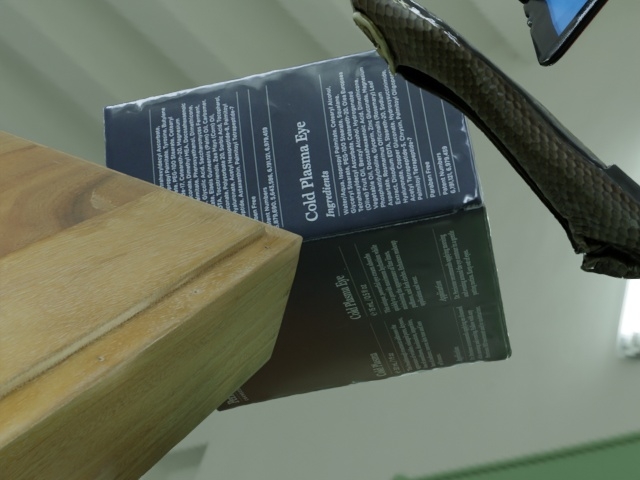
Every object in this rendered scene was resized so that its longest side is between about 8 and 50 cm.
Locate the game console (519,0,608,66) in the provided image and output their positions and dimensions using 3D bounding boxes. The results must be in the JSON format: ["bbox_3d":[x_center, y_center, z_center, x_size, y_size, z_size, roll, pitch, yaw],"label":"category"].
[{"bbox_3d":[0.117,-0.179,0.621,0.124,0.085,0.144,43,-61,9],"label":"game console"}]

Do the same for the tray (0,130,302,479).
[{"bbox_3d":[-0.166,0.036,0.457,0.202,0.411,0.076,20,-74,12],"label":"tray"}]

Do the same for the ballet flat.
[{"bbox_3d":[0.104,-0.064,0.763,0.250,0.084,0.058,42,-81,10],"label":"ballet flat"}]

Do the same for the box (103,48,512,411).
[{"bbox_3d":[0.000,0.000,1.217,0.312,0.179,0.343,-12,-28,6],"label":"box"}]
